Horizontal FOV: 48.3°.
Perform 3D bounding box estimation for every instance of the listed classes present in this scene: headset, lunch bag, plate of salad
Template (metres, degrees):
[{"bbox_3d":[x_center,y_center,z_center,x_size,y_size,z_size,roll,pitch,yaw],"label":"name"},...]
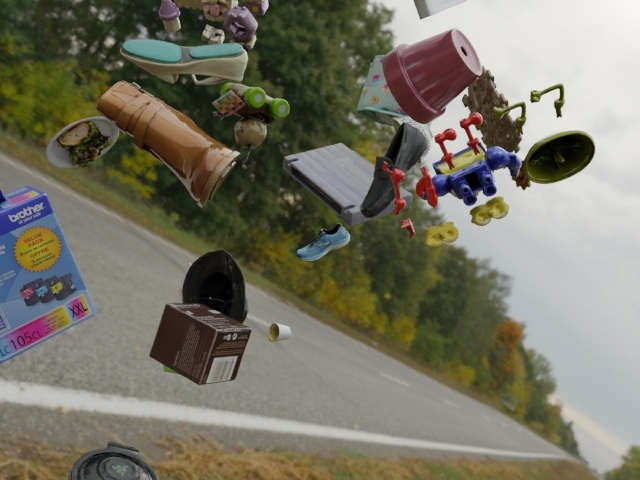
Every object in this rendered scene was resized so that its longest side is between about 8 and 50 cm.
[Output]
[{"bbox_3d":[-0.341,0.413,0.998,0.185,0.243,0.394,20,-12,-15],"label":"headset"},{"bbox_3d":[0.270,-0.503,2.433,0.262,0.223,0.160,17,-5,17],"label":"lunch bag"},{"bbox_3d":[-0.607,-0.245,1.838,0.048,0.200,0.200,55,3,16],"label":"plate of salad"}]

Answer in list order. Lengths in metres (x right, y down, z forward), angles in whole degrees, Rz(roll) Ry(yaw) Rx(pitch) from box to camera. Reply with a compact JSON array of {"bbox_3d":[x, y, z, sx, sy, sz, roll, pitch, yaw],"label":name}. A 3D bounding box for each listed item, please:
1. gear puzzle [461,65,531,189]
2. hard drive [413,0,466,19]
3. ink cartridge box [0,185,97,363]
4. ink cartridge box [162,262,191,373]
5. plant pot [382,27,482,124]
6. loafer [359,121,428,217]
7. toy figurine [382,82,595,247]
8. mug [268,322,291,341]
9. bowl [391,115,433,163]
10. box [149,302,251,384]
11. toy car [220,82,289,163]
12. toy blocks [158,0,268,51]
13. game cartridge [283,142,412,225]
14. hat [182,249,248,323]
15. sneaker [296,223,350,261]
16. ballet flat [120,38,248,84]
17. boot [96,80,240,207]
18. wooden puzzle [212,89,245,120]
[{"bbox_3d":[0.481,-0.288,1.868,0.175,0.044,0.339,110,-39,-64],"label":"gear puzzle"},{"bbox_3d":[0.237,-0.679,1.636,0.040,0.203,0.307,-10,-72,41],"label":"hard drive"},{"bbox_3d":[-0.732,0.049,1.666,0.151,0.270,0.395,15,-52,52],"label":"ink cartridge box"},{"bbox_3d":[-0.463,0.280,2.557,0.119,0.353,0.207,17,13,-23],"label":"ink cartridge box"},{"bbox_3d":[0.279,-0.409,1.722,0.201,0.180,0.201,33,43,-38],"label":"plant pot"},{"bbox_3d":[0.144,-0.150,1.522,0.078,0.223,0.076,37,-10,-24],"label":"loafer"},{"bbox_3d":[0.292,-0.160,1.335,0.191,0.362,0.217,60,10,-16],"label":"toy figurine"},{"bbox_3d":[-0.143,0.321,2.491,0.064,0.062,0.078,10,-14,-41],"label":"mug"},{"bbox_3d":[0.302,-0.332,2.241,0.170,0.080,0.170,58,0,0],"label":"bowl"},{"bbox_3d":[-0.341,0.291,2.033,0.203,0.167,0.168,22,6,29],"label":"box"},{"bbox_3d":[-0.192,-0.293,1.828,0.149,0.188,0.155,18,3,-39],"label":"toy car"},{"bbox_3d":[-0.271,-0.688,1.792,0.288,0.309,0.260,10,-34,10],"label":"toy blocks"},{"bbox_3d":[0.077,-0.172,2.108,0.230,0.068,0.355,-14,40,-33],"label":"game cartridge"},{"bbox_3d":[-0.313,0.202,2.323,0.134,0.331,0.331,16,14,-46],"label":"hat"},{"bbox_3d":[0.000,0.000,2.026,0.073,0.162,0.063,66,-7,-31],"label":"sneaker"},{"bbox_3d":[-0.270,-0.349,1.422,0.248,0.086,0.086,2,1,-4],"label":"ballet flat"},{"bbox_3d":[-0.243,-0.167,1.119,0.220,0.109,0.283,36,11,-18],"label":"boot"},{"bbox_3d":[-0.190,-0.281,1.472,0.049,0.083,0.006,47,-15,23],"label":"wooden puzzle"}]
